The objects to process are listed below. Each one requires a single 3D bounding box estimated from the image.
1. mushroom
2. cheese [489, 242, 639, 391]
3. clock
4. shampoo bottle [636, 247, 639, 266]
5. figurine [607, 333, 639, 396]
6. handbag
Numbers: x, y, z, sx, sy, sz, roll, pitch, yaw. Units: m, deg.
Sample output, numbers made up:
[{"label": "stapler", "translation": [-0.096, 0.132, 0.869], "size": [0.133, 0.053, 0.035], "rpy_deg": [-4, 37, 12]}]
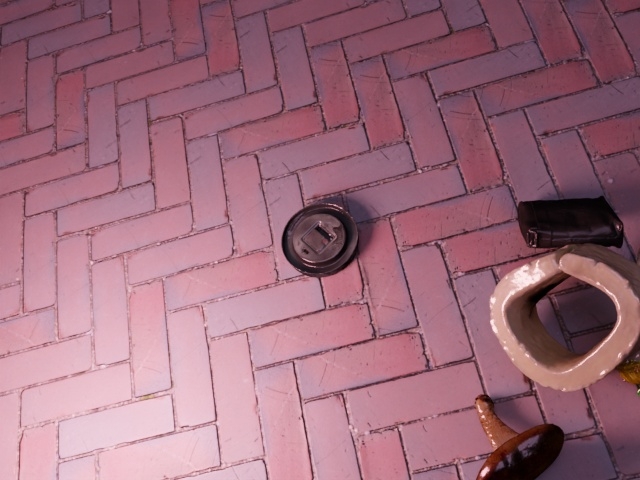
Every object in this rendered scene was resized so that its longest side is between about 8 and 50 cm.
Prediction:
[{"label": "mushroom", "translation": [0.398, 0.444, 1.525], "size": [0.227, 0.148, 0.217], "rpy_deg": [-30, 43, -12]}, {"label": "cheese", "translation": [0.555, 0.156, 1.491], "size": [0.332, 0.153, 0.292], "rpy_deg": [-48, 66, 35]}, {"label": "clock", "translation": [0.000, 0.000, 1.864], "size": [0.215, 0.042, 0.215], "rpy_deg": [-5, 64, 11]}, {"label": "shampoo bottle", "translation": [0.869, -0.016, 1.588], "size": [0.222, 0.151, 0.349], "rpy_deg": [-13, 44, 53]}, {"label": "figurine", "translation": [0.704, 0.282, 1.546], "size": [0.095, 0.115, 0.156], "rpy_deg": [-21, 78, -34]}, {"label": "handbag", "translation": [0.598, -0.051, 1.651], "size": [0.223, 0.080, 0.247], "rpy_deg": [0, 20, 11]}]
